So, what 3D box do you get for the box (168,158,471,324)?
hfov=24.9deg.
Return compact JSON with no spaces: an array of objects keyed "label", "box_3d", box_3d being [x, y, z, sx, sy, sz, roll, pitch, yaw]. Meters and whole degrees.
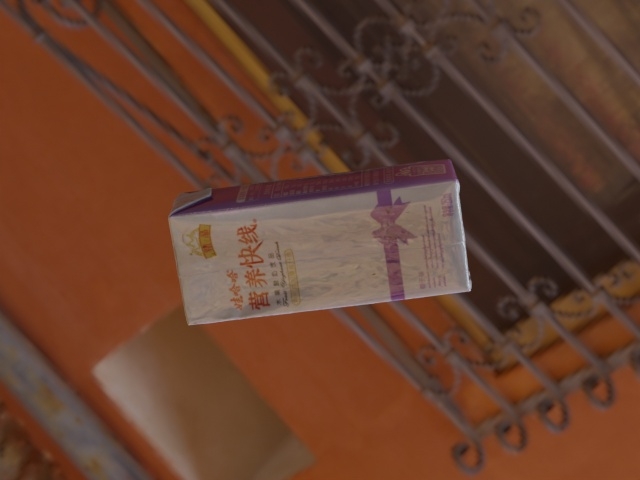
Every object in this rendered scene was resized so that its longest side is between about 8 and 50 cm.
[{"label":"box","box_3d":[0.000,0.000,0.584,0.117,0.051,0.036,-6,-164,4]}]
